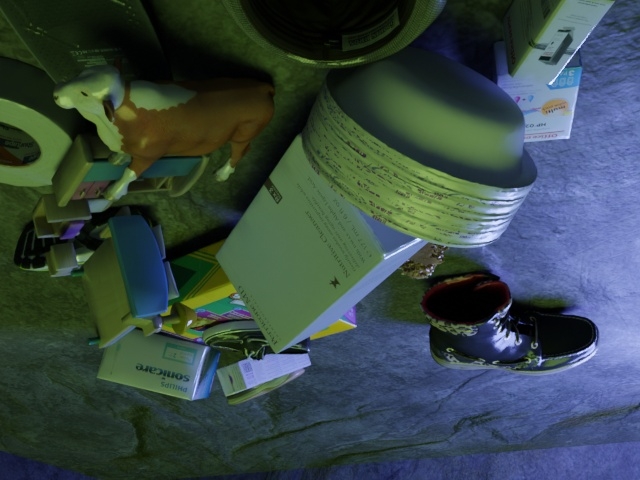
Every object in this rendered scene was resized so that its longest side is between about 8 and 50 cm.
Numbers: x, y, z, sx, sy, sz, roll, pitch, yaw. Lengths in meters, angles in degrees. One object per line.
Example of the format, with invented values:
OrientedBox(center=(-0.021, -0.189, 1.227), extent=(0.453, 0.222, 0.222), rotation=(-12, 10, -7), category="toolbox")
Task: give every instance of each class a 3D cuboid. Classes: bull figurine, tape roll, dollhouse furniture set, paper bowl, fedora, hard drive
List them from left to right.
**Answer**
OrientedBox(center=(-0.459, -0.168, 1.051), extent=(0.219, 0.072, 0.219), rotation=(1, 149, 1), category="tape roll")
OrientedBox(center=(-0.286, -0.277, 0.863), extent=(0.171, 0.054, 0.255), rotation=(-3, 151, 8), category="hard drive")
OrientedBox(center=(-0.272, 0.027, 1.087), extent=(0.198, 0.304, 0.286), rotation=(-7, 161, -39), category="dollhouse furniture set")
OrientedBox(center=(-0.196, -0.148, 0.931), extent=(0.310, 0.101, 0.188), rotation=(-10, 154, -41), category="bull figurine")
OrientedBox(center=(0.011, -0.300, 0.731), extent=(0.243, 0.125, 0.275), rotation=(0, 157, 8), category="fedora")
OrientedBox(center=(0.130, -0.132, 0.875), extent=(0.284, 0.284, 0.148), rotation=(13, 123, -18), category="paper bowl")

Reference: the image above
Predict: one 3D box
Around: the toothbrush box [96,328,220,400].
OrientedBox(center=(-0.363, 0.285, 1.663), extent=(0.216, 0.126, 0.295), rotation=(13, 170, 2), category="toothbrush box")

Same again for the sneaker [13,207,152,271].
OrientedBox(center=(-0.435, 0.020, 1.347), extent=(0.299, 0.111, 0.121), rotation=(-4, 154, 15), category="sneaker")

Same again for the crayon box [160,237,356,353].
OrientedBox(center=(-0.156, 0.128, 1.486), extent=(0.313, 0.106, 0.362), rotation=(-21, 149, 33), category="crayon box")

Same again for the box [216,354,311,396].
OrientedBox(center=(-0.125, 0.297, 1.685), extent=(0.063, 0.067, 0.324), rotation=(-23, 172, 23), category="box")

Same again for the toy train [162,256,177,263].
OrientedBox(center=(-0.344, 0.037, 1.446), extent=(0.158, 0.027, 0.036), rotation=(13, 138, -19), category="toy train")

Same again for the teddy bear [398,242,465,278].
OrientedBox(center=(0.163, -0.026, 1.242), extent=(0.244, 0.113, 0.338), rotation=(6, 158, 8), category="teddy bear")

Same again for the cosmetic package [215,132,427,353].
OrientedBox(center=(0.000, 0.000, 1.125), extent=(0.156, 0.217, 0.385), rotation=(-25, 165, -37), category="cosmetic package")

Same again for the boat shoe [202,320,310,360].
OrientedBox(center=(-0.129, 0.203, 1.438), extent=(0.219, 0.070, 0.078), rotation=(-4, 154, 1), category="boat shoe")

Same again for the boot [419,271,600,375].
OrientedBox(center=(0.401, 0.179, 1.539), extent=(0.377, 0.138, 0.284), rotation=(-2, 150, 19), category="boot")

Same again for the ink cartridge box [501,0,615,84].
OrientedBox(center=(0.263, -0.259, 0.810), extent=(0.056, 0.099, 0.135), rotation=(7, 151, -11), category="ink cartridge box")

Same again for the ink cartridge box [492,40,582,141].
OrientedBox(center=(0.287, -0.188, 0.969), extent=(0.104, 0.062, 0.181), rotation=(-4, 150, 11), category="ink cartridge box")

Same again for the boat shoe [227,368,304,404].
OrientedBox(center=(-0.160, 0.369, 1.943), extent=(0.102, 0.093, 0.285), rotation=(-12, 165, -48), category="boat shoe")
